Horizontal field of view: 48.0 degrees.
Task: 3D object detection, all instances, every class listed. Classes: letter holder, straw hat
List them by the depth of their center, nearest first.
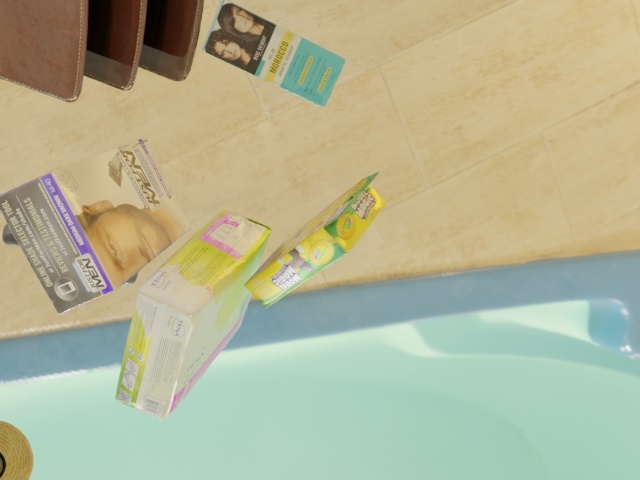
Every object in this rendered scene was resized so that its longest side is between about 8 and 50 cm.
[{"bbox_3d":[-0.260,-0.321,0.849,0.214,0.152,0.302,21,130,8],"label":"letter holder"},{"bbox_3d":[-0.526,0.348,1.111,0.144,0.144,0.061,39,138,-21],"label":"straw hat"}]

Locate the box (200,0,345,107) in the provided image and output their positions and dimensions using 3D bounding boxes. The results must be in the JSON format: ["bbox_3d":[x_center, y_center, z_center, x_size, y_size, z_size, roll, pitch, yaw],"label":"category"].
[{"bbox_3d":[-0.085,-0.338,1.304,0.244,0.060,0.100,22,101,-18],"label":"box"}]

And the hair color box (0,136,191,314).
[{"bbox_3d":[-0.334,-0.039,1.129,0.110,0.339,0.185,-22,102,16],"label":"hair color box"}]

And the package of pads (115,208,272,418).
[{"bbox_3d":[-0.190,0.102,1.127,0.101,0.296,0.229,25,122,7],"label":"package of pads"}]

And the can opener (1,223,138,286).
[{"bbox_3d":[-0.468,0.027,1.349,0.283,0.076,0.095,6,83,18],"label":"can opener"}]

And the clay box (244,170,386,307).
[{"bbox_3d":[0.000,0.000,0.979,0.053,0.127,0.222,48,135,-8],"label":"clay box"}]
